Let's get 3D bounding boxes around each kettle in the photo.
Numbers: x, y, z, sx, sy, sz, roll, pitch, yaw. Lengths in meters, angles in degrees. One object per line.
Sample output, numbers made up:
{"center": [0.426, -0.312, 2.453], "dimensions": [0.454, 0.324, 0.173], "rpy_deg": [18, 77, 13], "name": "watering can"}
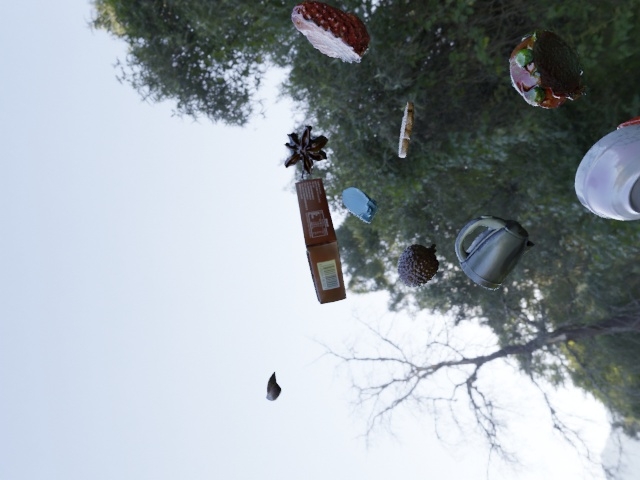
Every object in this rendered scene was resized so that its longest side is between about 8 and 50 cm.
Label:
{"center": [0.825, 0.025, 2.112], "dimensions": [0.321, 0.324, 0.228], "rpy_deg": [28, -147, 3], "name": "kettle"}

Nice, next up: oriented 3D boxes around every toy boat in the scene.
{"center": [0.152, -0.129, 1.598], "dimensions": [0.102, 0.215, 0.088], "rpy_deg": [25, -78, -37], "name": "toy boat"}

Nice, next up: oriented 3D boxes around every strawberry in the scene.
{"center": [0.051, -0.861, 1.761], "dimensions": [0.336, 0.265, 0.149], "rpy_deg": [24, -83, -30], "name": "strawberry"}

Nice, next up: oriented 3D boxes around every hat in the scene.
{"center": [-0.133, 0.434, 1.294], "dimensions": [0.058, 0.042, 0.086], "rpy_deg": [47, -125, -79], "name": "hat"}

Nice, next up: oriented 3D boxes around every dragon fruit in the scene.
{"center": [0.727, -0.555, 1.421], "dimensions": [0.296, 0.130, 0.268], "rpy_deg": [9, -98, -23], "name": "dragon fruit"}

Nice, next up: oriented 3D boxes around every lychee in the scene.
{"center": [0.457, 0.107, 2.032], "dimensions": [0.238, 0.200, 0.200], "rpy_deg": [-51, -53, 0], "name": "lychee"}

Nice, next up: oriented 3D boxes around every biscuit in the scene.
{"center": [0.393, -0.503, 1.990], "dimensions": [0.288, 0.044, 0.201], "rpy_deg": [91, -173, -61], "name": "biscuit"}

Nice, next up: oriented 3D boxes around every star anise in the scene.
{"center": [-0.072, -0.401, 1.914], "dimensions": [0.190, 0.220, 0.125], "rpy_deg": [38, -153, -34], "name": "star anise"}

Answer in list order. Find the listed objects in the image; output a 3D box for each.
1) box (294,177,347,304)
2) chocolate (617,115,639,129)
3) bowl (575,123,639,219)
{"center": [0.000, 0.000, 1.769], "dimensions": [0.385, 0.122, 0.344], "rpy_deg": [-101, 0, -45], "name": "box"}
{"center": [1.413, -0.403, 1.921], "dimensions": [0.234, 0.108, 0.237], "rpy_deg": [-66, -43, -61], "name": "chocolate"}
{"center": [0.913, -0.176, 1.254], "dimensions": [0.287, 0.287, 0.143], "rpy_deg": [51, -166, -27], "name": "bowl"}
